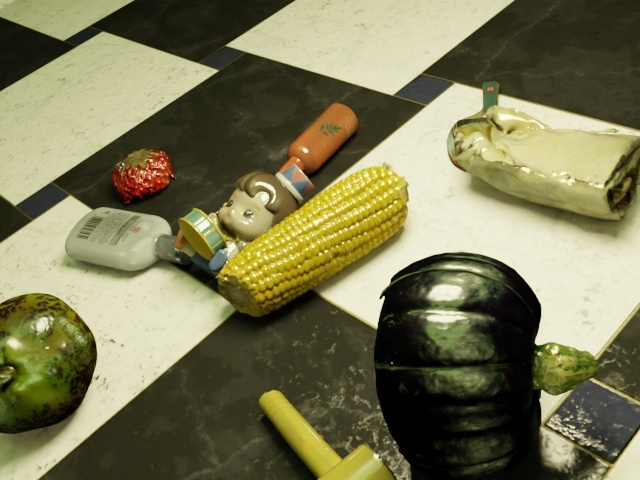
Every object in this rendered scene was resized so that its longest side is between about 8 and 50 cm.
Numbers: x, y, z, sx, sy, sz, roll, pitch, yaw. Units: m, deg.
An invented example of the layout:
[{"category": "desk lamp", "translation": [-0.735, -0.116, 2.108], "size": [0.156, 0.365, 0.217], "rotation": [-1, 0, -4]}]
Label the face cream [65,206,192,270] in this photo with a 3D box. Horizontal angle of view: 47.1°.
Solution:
[{"category": "face cream", "translation": [-0.378, 0.000, 1.488], "size": [0.292, 0.071, 0.144], "rotation": [8, 48, 28]}]

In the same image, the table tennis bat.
[{"category": "table tennis bat", "translation": [0.354, -0.239, 1.529], "size": [0.174, 0.022, 0.301], "rotation": [-2, 45, 18]}]

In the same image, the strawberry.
[{"category": "strawberry", "translation": [-0.406, -0.154, 1.663], "size": [0.145, 0.086, 0.145], "rotation": [-9, 41, 8]}]

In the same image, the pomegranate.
[{"category": "pomegranate", "translation": [-0.492, 0.183, 1.226], "size": [0.222, 0.204, 0.276], "rotation": [-39, 39, 0]}]

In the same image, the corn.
[{"category": "corn", "translation": [0.000, 0.000, 1.303], "size": [0.387, 0.143, 0.144], "rotation": [-37, 44, -16]}]

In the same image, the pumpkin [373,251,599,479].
[{"category": "pumpkin", "translation": [0.205, 0.158, 0.925], "size": [0.296, 0.295, 0.295], "rotation": [-10, 41, 9]}]

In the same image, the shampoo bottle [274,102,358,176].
[{"category": "shampoo bottle", "translation": [-0.015, -0.195, 1.569], "size": [0.086, 0.085, 0.244], "rotation": [16, 52, 34]}]

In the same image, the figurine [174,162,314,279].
[{"category": "figurine", "translation": [-0.135, -0.045, 1.383], "size": [0.161, 0.158, 0.275], "rotation": [27, 58, 35]}]

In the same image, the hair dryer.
[{"category": "hair dryer", "translation": [-0.018, 0.303, 1.019], "size": [0.135, 0.090, 0.279], "rotation": [-35, 37, -15]}]

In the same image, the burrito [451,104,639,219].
[{"category": "burrito", "translation": [0.396, -0.137, 1.309], "size": [0.332, 0.135, 0.190], "rotation": [23, 54, 39]}]
